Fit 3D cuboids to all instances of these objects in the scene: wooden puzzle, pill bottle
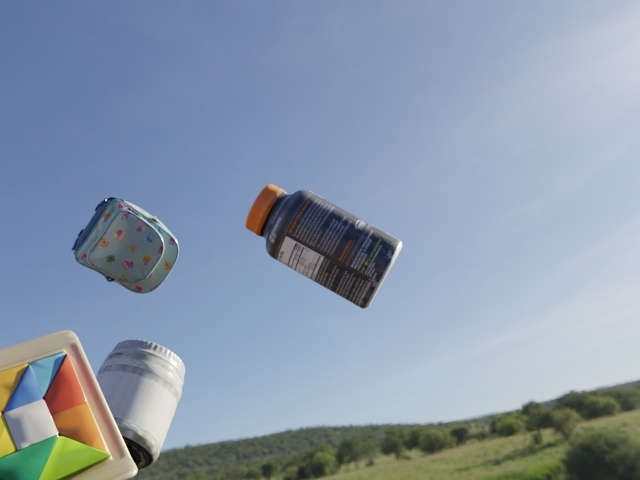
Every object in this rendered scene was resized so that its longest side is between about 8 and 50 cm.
[{"bbox_3d":[-0.377,0.237,0.847,0.221,0.238,0.044,-16,-25,-43],"label":"wooden puzzle"},{"bbox_3d":[0.000,0.000,1.097,0.246,0.130,0.130,29,-20,6],"label":"pill bottle"}]

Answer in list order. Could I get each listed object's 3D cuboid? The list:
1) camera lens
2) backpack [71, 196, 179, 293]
[{"bbox_3d":[-0.478,0.417,1.672,0.220,0.274,0.219,8,-43,7],"label":"camera lens"},{"bbox_3d":[-0.390,0.018,1.373,0.188,0.165,0.144,35,-8,-31],"label":"backpack"}]
